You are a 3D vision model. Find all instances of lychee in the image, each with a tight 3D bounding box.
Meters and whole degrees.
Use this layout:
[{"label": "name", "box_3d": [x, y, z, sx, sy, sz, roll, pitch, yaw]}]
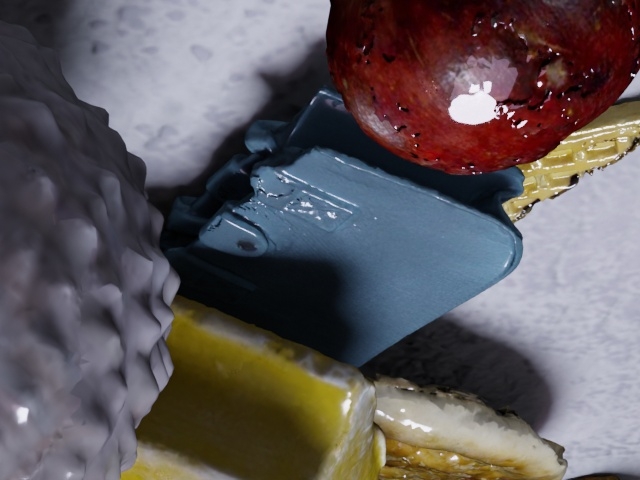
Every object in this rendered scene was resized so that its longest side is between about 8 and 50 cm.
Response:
[{"label": "lychee", "box_3d": [-0.265, 0.037, 0.832, 0.380, 0.380, 0.432, -24, 116, 26]}]

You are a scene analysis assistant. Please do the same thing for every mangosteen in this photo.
[{"label": "mangosteen", "box_3d": [0.071, -0.125, 0.846, 0.166, 0.166, 0.180, -26, 112, 28]}]

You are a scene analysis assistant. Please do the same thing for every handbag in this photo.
[{"label": "handbag", "box_3d": [0.000, 0.000, 1.050, 0.179, 0.062, 0.229, 21, 146, -26]}]

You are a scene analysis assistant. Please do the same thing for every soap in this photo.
[{"label": "soap", "box_3d": [-0.100, 0.132, 1.096, 0.281, 0.143, 0.259, 18, 150, 21]}]

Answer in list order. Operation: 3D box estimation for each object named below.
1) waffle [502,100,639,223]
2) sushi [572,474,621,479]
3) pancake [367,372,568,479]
[{"label": "waffle", "box_3d": [0.149, -0.041, 1.062, 0.153, 0.023, 0.097, -12, 143, 13]}, {"label": "sushi", "box_3d": [0.185, 0.297, 1.423, 0.149, 0.140, 0.287, 7, 142, -24]}, {"label": "pancake", "box_3d": [0.047, 0.152, 1.251, 0.283, 0.049, 0.282, 3, 162, 1]}]
